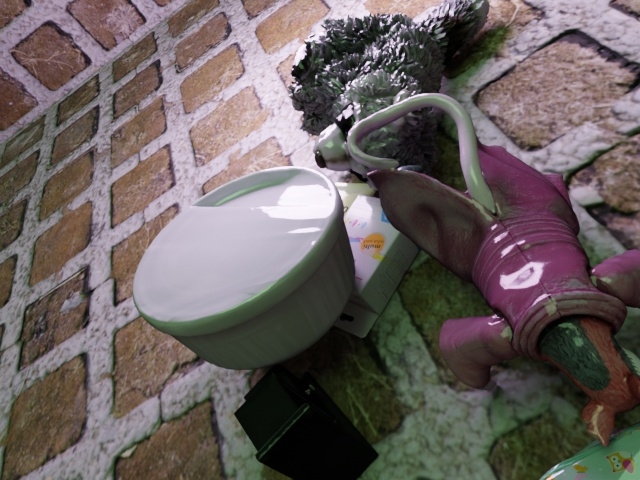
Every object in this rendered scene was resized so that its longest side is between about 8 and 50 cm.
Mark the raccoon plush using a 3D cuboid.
[{"bbox_3d":[0.154,-0.249,0.797,0.446,0.216,0.299,-46,39,-5],"label":"raccoon plush"}]

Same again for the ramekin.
[{"bbox_3d":[-0.080,0.036,0.684,0.273,0.127,0.272,-18,36,14],"label":"ramekin"}]

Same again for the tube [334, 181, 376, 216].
[{"bbox_3d":[0.000,0.000,0.833,0.070,0.062,0.240,30,66,5],"label":"tube"}]

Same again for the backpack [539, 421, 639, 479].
[{"bbox_3d":[0.252,0.212,0.429,0.182,0.115,0.151,-32,45,14],"label":"backpack"}]

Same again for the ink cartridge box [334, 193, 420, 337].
[{"bbox_3d":[0.057,0.031,0.759,0.104,0.061,0.181,18,68,44],"label":"ink cartridge box"}]

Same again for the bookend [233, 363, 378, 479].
[{"bbox_3d":[-0.036,0.192,0.623,0.072,0.156,0.157,-46,41,-5],"label":"bookend"}]

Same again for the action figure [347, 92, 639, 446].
[{"bbox_3d":[0.205,0.011,0.523,0.248,0.275,0.370,-29,31,10],"label":"action figure"}]
